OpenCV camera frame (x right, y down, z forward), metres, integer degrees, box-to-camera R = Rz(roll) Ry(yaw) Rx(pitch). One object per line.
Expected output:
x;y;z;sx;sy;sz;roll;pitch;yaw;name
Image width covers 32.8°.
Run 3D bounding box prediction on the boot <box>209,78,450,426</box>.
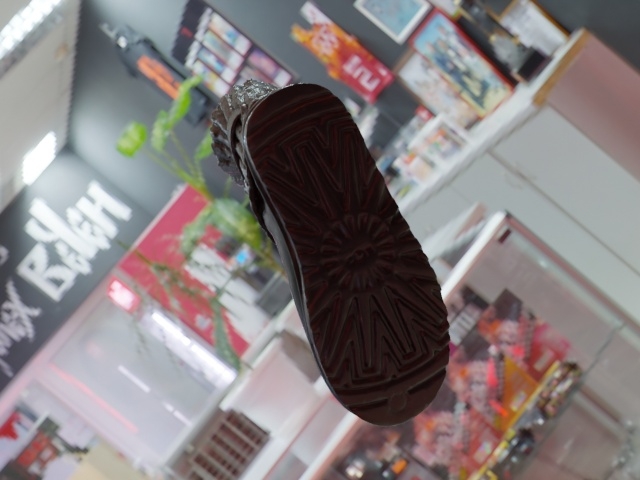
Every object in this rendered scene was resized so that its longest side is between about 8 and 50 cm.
0.004;-0.002;1.090;0.131;0.348;0.260;-20;9;-11;boot
